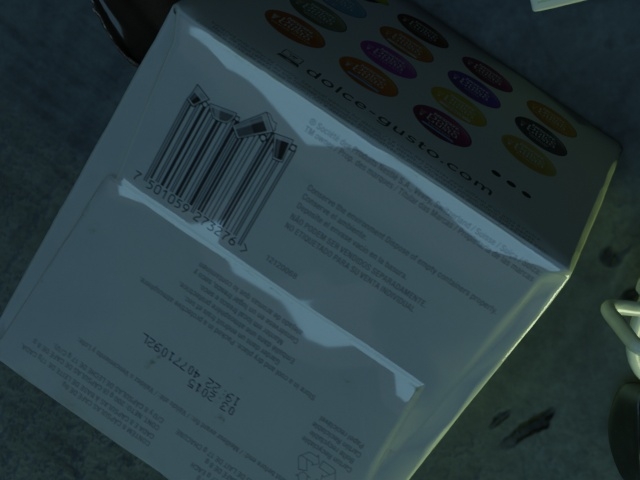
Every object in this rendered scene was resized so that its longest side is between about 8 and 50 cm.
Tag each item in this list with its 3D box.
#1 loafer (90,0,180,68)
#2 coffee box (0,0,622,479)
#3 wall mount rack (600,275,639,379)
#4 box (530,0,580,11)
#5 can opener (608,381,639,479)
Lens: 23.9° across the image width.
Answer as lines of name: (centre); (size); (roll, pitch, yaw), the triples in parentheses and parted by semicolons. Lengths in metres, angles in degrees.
loafer: (-0.193, -0.299, 1.328); (0.133, 0.130, 0.366); (-21, 99, 23)
coffee box: (0.000, 0.000, 1.246); (0.337, 0.334, 0.338); (35, 116, 4)
wall mount rack: (0.404, 0.003, 1.236); (0.304, 0.130, 0.350); (7, 113, -18)
box: (0.215, -0.252, 1.232); (0.101, 0.087, 0.102); (-11, 103, 21)
can opener: (0.314, 0.262, 1.381); (0.093, 0.074, 0.281); (17, 114, 50)
